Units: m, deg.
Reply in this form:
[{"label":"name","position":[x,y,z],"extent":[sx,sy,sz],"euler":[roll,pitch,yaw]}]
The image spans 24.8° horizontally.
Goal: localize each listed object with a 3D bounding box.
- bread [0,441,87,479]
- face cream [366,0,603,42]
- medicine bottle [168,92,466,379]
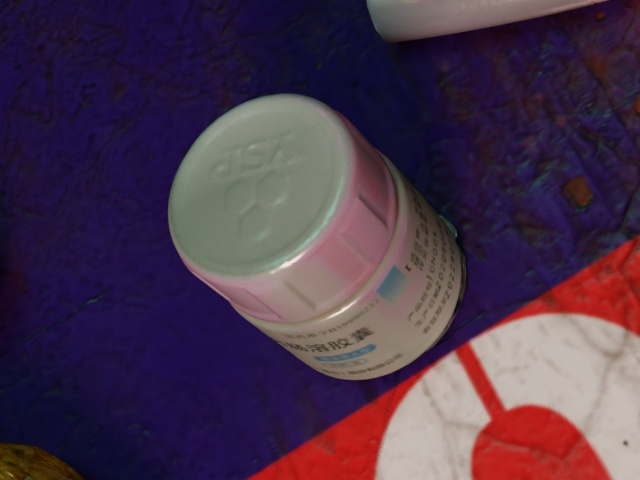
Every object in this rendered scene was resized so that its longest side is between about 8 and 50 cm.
[{"label":"bread","position":[-0.166,0.204,0.915],"extent":[0.211,0.114,0.083],"euler":[34,101,36]},{"label":"face cream","position":[0.130,-0.186,0.981],"extent":[0.198,0.057,0.084],"euler":[-11,62,24]},{"label":"medicine bottle","position":[0.000,0.000,0.889],"extent":[0.135,0.168,0.135],"euler":[-12,60,22]}]
